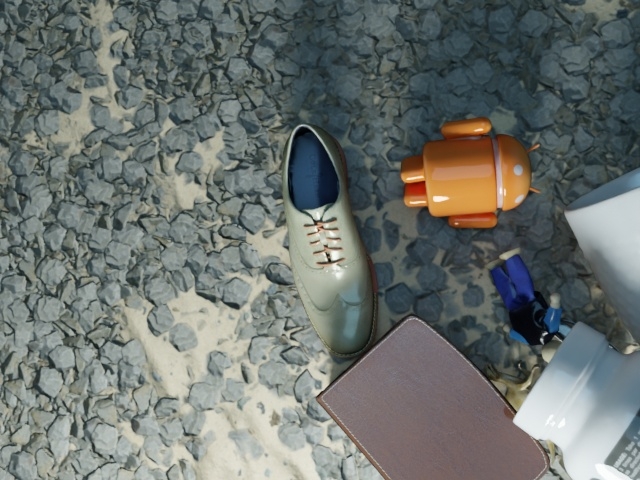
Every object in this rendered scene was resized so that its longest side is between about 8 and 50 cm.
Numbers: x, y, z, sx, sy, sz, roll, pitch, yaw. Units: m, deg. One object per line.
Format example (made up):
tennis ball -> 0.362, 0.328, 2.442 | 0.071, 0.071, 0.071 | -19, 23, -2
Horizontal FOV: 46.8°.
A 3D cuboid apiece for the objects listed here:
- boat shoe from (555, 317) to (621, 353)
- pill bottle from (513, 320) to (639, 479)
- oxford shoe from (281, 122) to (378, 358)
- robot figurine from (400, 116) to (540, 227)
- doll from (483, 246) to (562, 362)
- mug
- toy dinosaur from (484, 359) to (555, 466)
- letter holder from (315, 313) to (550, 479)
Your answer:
boat shoe -> 0.425, 0.164, 1.176 | 0.125, 0.038, 0.046 | 36, 91, 12
pill bottle -> 0.454, 0.274, 0.965 | 0.363, 0.210, 0.210 | 34, 91, 21
oxford shoe -> 0.000, 0.000, 1.212 | 0.141, 0.146, 0.396 | -16, 82, 7
robot figurine -> 0.241, -0.106, 1.190 | 0.220, 0.128, 0.158 | -5, 76, 9
doll -> 0.333, 0.108, 1.172 | 0.046, 0.129, 0.189 | -14, 73, -37
mug -> 0.589, 0.023, 1.038 | 0.374, 0.276, 0.328 | -26, 89, 13
toy dinosaur -> 0.343, 0.259, 1.184 | 0.093, 0.053, 0.183 | -43, 71, 19
letter holder -> 0.178, 0.283, 1.153 | 0.214, 0.152, 0.302 | -43, 79, 1
